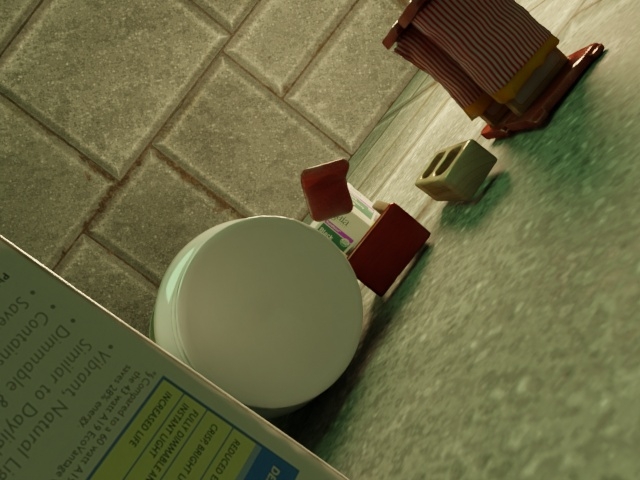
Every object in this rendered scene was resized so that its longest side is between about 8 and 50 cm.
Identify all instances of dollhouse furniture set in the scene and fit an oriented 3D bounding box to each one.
[{"bbox_3d":[0.118,-0.134,0.628,0.374,0.201,0.152,-52,7,-2],"label":"dollhouse furniture set"}]

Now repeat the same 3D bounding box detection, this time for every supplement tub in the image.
[{"bbox_3d":[-0.098,0.106,0.685,0.235,0.235,0.325,-55,8,-22],"label":"supplement tub"}]

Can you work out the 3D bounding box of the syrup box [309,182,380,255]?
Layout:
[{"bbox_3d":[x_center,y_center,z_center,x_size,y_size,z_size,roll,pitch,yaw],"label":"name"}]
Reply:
[{"bbox_3d":[0.011,0.009,1.035,0.237,0.093,0.096,-48,8,32],"label":"syrup box"}]

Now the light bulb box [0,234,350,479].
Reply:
[{"bbox_3d":[-0.227,0.234,0.374,0.358,0.361,0.225,-56,6,-25],"label":"light bulb box"}]
